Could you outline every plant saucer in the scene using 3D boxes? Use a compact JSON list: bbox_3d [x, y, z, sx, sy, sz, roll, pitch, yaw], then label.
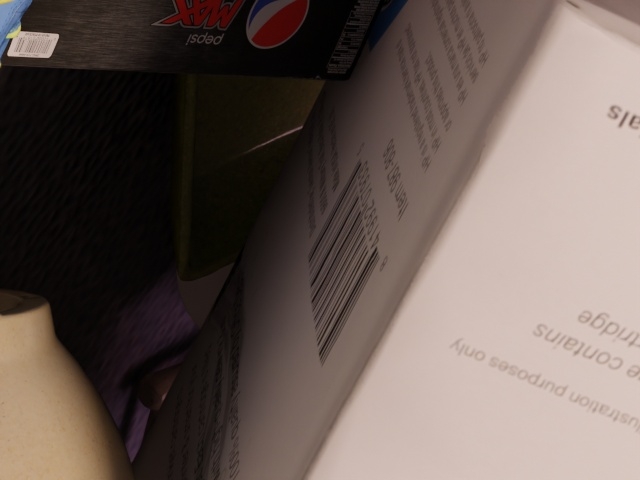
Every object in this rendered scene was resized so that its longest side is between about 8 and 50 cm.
[{"bbox_3d":[0.004,-0.096,0.856,0.188,0.045,0.188,-27,141,-31],"label":"plant saucer"}]

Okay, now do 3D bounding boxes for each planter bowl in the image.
[{"bbox_3d":[-0.139,0.074,0.680,0.162,0.162,0.109,-15,106,-63],"label":"planter bowl"}]

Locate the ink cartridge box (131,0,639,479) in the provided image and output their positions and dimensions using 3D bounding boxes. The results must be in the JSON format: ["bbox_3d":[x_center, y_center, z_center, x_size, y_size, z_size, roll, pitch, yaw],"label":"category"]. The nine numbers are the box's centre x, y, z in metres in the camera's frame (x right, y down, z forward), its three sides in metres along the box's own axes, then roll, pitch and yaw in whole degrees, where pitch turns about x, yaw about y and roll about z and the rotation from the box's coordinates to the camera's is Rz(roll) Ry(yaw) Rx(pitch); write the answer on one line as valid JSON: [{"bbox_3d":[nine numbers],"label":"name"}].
[{"bbox_3d":[0.045,0.072,0.749,0.395,0.166,0.285,-62,-168,20],"label":"ink cartridge box"}]

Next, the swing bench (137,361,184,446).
[{"bbox_3d":[0.004,0.155,1.114,0.255,0.165,0.253,-40,153,-55],"label":"swing bench"}]

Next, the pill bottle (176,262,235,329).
[{"bbox_3d":[0.000,0.000,0.979,0.160,0.087,0.087,-27,143,-55],"label":"pill bottle"}]

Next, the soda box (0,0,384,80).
[{"bbox_3d":[-0.054,-0.093,0.691,0.169,0.060,0.053,-1,122,-46],"label":"soda box"}]

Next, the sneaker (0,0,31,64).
[{"bbox_3d":[-0.133,-0.064,0.592,0.240,0.091,0.126,-51,172,-3],"label":"sneaker"}]
